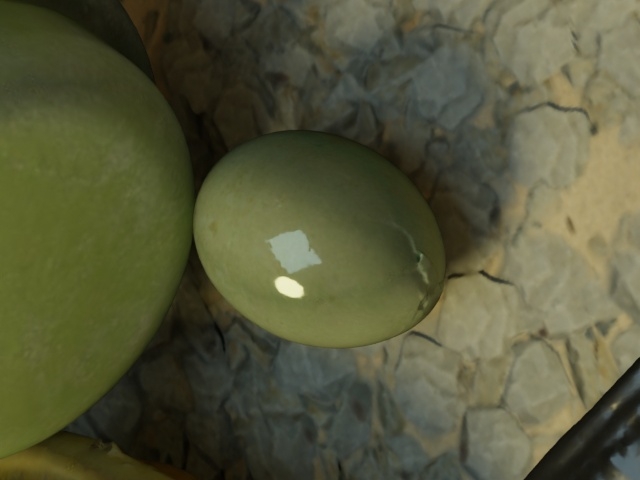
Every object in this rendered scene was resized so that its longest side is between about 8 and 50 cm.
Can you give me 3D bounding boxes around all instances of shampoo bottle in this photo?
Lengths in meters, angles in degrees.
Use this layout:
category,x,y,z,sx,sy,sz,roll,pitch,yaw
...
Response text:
category,x,y,z,sx,sy,sz,roll,pitch,yaw
shampoo bottle,-0.254,-0.044,1.080,0.317,0.322,0.322,33,113,39

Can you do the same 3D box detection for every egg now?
category,x,y,z,sx,sy,sz,roll,pitch,yaw
egg,0.000,0.000,1.015,0.152,0.114,0.114,23,108,34

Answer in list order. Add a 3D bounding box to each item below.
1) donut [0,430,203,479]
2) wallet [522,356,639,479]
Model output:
category,x,y,z,sx,sy,sz,roll,pitch,yaw
donut,-0.123,0.323,1.087,0.449,0.198,0.448,4,97,37
wallet,0.207,0.233,0.918,0.323,0.041,0.247,51,122,20
